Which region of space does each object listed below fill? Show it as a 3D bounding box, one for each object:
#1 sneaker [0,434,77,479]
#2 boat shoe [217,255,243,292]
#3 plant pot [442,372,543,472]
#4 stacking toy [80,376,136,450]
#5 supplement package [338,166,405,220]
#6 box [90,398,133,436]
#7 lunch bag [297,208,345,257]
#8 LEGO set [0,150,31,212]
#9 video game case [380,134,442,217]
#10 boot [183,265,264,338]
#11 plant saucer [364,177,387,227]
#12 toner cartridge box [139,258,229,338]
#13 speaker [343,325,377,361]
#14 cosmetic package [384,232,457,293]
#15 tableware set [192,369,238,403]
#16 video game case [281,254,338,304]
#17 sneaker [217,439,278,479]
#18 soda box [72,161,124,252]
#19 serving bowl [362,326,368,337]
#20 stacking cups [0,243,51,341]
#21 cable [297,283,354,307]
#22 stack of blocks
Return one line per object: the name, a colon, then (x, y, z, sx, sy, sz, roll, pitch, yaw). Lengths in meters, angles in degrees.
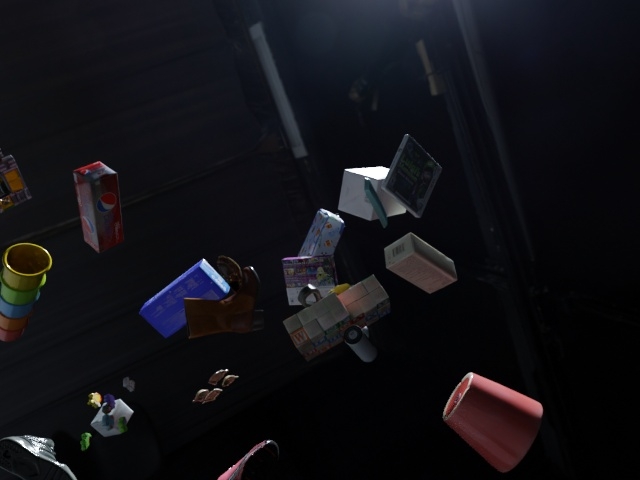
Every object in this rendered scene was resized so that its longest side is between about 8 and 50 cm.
sneaker: (-0.652, 0.541, 1.157, 0.227, 0.087, 0.130, 32, -11, 4)
boat shoe: (-0.353, 0.141, 1.933, 0.073, 0.073, 0.207, 0, -36, 25)
plant pot: (0.573, 0.604, 1.662, 0.243, 0.275, 0.275, 31, -25, 11)
stacking toy: (-0.734, 0.598, 1.685, 0.052, 0.166, 0.221, 59, 8, -40)
supplement package: (0.240, -0.208, 2.078, 0.175, 0.292, 0.178, 21, -68, 34)
box: (-0.818, 0.698, 1.904, 0.087, 0.101, 0.101, 57, 27, -26)
lunch bag: (0.000, 0.000, 2.284, 0.114, 0.304, 0.243, 24, 5, -17)
LEGO set: (-1.060, -0.208, 1.459, 0.331, 0.254, 0.192, 40, -36, 29)
video game case: (0.270, -0.183, 1.413, 0.190, 0.173, 0.022, 32, -11, -39)
boot: (-0.363, 0.223, 1.787, 0.096, 0.280, 0.264, 136, -50, -61)
plant saucer: (0.193, -0.129, 1.672, 0.192, 0.018, 0.067, 55, 29, -40)
toner cartridge box: (-0.558, 0.242, 1.991, 0.165, 0.347, 0.075, 50, 15, -19)
speaker: (0.111, 0.285, 1.328, 0.055, 0.055, 0.136, 50, -3, 42)
cosmetic package: (0.443, 0.106, 2.142, 0.309, 0.160, 0.113, 30, 42, -33)
tableware set: (-0.376, 0.526, 1.735, 0.020, 0.169, 0.141, 46, 5, 29)
video game case: (-0.041, 0.172, 2.088, 0.042, 0.231, 0.211, -34, 116, -66)
sneaker: (-0.275, 0.781, 1.608, 0.136, 0.314, 0.116, -2, -55, 53)
soda box: (-0.661, -0.096, 1.451, 0.083, 0.092, 0.263, 32, -48, 21)
serving bowl: (0.132, 0.331, 1.663, 0.083, 0.027, 0.083, -46, -144, 49)
stacking cups: (-0.728, 0.140, 1.151, 0.316, 0.096, 0.096, -49, -119, 34)
cable: (-0.002, 0.186, 1.508, 0.287, 0.139, 0.072, 15, 28, -52)
stack of blocks: (0.055, 0.222, 1.416, 0.087, 0.297, 0.171, 57, -6, 28)
